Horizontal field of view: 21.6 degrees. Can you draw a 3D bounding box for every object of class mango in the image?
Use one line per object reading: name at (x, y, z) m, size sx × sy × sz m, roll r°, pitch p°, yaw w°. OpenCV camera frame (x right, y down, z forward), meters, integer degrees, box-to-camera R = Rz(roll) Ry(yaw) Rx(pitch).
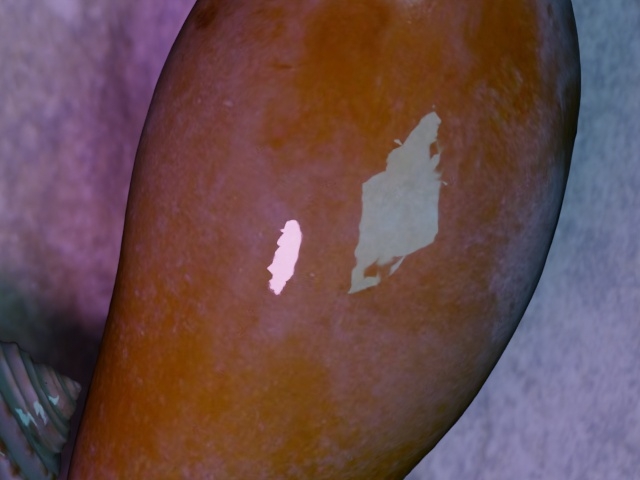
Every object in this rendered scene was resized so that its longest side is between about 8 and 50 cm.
mango at (0.000, 0.000, 0.779) m, size 0.199 × 0.221 × 0.384 m, roll 26°, pitch 83°, yaw 5°

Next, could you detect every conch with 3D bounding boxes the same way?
conch at (-0.181, 0.082, 0.729) m, size 0.153 × 0.102 × 0.135 m, roll -20°, pitch 97°, yaw -33°
